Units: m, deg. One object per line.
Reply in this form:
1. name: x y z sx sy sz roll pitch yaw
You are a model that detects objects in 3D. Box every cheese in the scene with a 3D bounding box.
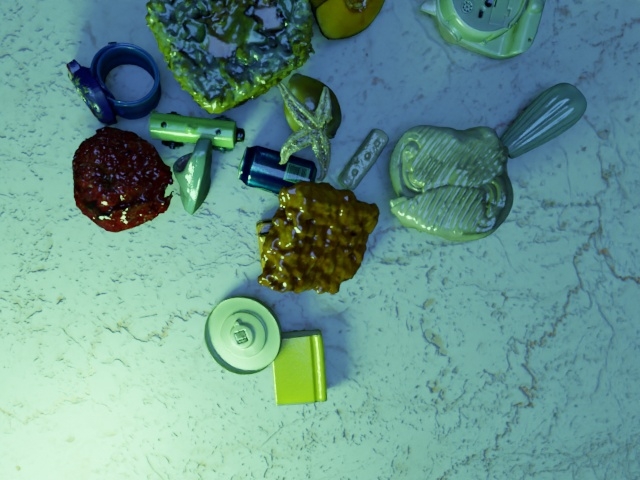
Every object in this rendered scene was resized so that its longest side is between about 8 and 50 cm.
1. cheese: 0.124 -0.231 1.410 0.065 0.043 0.194 34 93 -15

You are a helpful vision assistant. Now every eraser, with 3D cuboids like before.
1. eraser: -0.064 0.379 1.475 0.158 0.069 0.225 -4 100 -4

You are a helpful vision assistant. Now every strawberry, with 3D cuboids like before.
1. strawberry: -0.518 -0.147 1.247 0.274 0.220 0.274 2 100 10

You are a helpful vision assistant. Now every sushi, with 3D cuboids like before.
1. sushi: -0.216 -0.534 1.220 0.397 0.240 0.351 -30 103 2

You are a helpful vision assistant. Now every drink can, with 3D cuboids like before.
1. drink can: -0.118 -0.185 1.351 0.205 0.118 0.118 16 97 -8

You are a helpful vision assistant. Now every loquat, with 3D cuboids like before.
1. loquat: -0.024 -0.352 1.316 0.152 0.152 0.195 -36 103 0

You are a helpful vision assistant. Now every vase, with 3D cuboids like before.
1. vase: 0.625 -0.333 1.410 0.248 0.128 0.128 -40 101 10

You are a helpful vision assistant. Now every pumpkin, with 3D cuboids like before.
1. pumpkin: 0.079 -0.672 1.308 0.312 0.169 0.148 -43 60 -1

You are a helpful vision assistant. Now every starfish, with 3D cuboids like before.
1. starfish: -0.040 -0.269 1.246 0.138 0.050 0.247 2 110 0

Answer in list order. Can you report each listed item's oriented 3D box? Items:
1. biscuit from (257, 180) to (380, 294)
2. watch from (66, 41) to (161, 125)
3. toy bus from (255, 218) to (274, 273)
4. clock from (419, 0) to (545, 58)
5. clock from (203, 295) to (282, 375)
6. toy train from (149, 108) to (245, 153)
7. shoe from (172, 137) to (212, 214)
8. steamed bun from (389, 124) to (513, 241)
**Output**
1. biscuit: 0.000 0.000 1.350 0.318 0.110 0.312 9 108 -39
2. watch: -0.514 -0.404 1.259 0.200 0.171 0.196 -31 100 -16
3. toy bus: -0.143 0.022 1.404 0.070 0.074 0.162 -7 101 -4
4. clock: 0.440 -0.656 1.339 0.324 0.108 0.265 11 99 -8
5. clock: -0.226 0.276 1.425 0.235 0.029 0.234 1 96 12
6. toy train: -0.328 -0.287 1.289 0.254 0.157 0.105 5 96 -5
7. shoe: -0.342 -0.172 1.290 0.100 0.103 0.251 23 136 -3
8. steamed bun: 0.361 -0.146 1.369 0.325 0.219 0.309 2 84 18
